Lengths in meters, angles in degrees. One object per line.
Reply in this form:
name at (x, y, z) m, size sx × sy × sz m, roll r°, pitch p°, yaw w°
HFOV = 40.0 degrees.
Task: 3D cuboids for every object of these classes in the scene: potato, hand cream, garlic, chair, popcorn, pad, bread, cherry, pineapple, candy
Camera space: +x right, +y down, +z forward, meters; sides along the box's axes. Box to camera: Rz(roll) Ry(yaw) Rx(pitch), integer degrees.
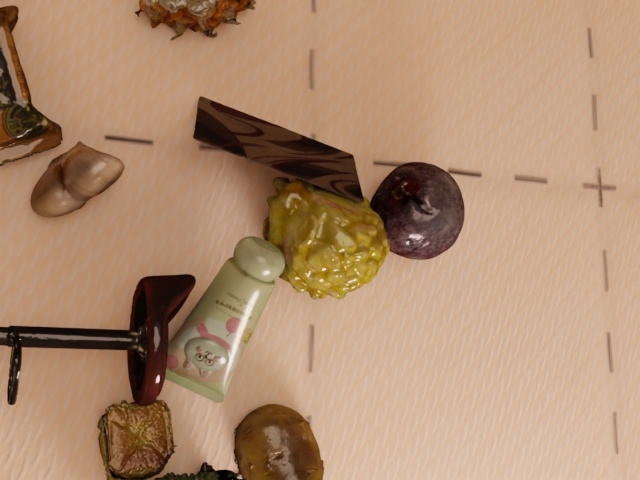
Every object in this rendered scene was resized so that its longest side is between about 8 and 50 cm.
potato at (-0.069, 0.393, 1.584) m, size 0.164 × 0.081 × 0.200 m, roll -25°, pitch 87°, yaw -22°
hand cream at (-0.169, 0.135, 1.547) m, size 0.147 × 0.093 × 0.306 m, roll 27°, pitch 104°, yaw -14°
garlic at (-0.422, -0.100, 1.521) m, size 0.174 × 0.124 × 0.099 m, roll -37°, pitch 112°, yaw 3°
chair at (-0.397, 0.155, 1.421) m, size 0.401 × 0.226 × 0.227 m, roll 3°, pitch 79°, yaw -21°
popcorn at (0.000, 0.000, 1.614) m, size 0.259 × 0.259 × 0.212 m, roll 9°, pitch 112°, yaw -20°
pad at (-0.075, -0.173, 1.632) m, size 0.330 × 0.220 × 0.004 m, roll 19°, pitch 116°, yaw -15°
bread at (-0.312, 0.341, 1.503) m, size 0.128 × 0.069 × 0.140 m, roll -6°, pitch 79°, yaw -23°
cherry at (0.192, -0.050, 1.717) m, size 0.195 × 0.195 × 0.195 m, roll 4°, pitch 79°, yaw -21°
pineapple at (-0.236, -0.483, 1.665) m, size 0.236 × 0.114 × 0.186 m, roll -8°, pitch 84°, yaw -19°
candy at (-0.543, -0.269, 1.513) m, size 0.143 × 0.101 × 0.271 m, roll -16°, pitch 92°, yaw -16°

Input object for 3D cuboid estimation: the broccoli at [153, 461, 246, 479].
broccoli at (-0.190, 0.507, 1.468) m, size 0.263 × 0.247 × 0.243 m, roll -2°, pitch 117°, yaw 16°
